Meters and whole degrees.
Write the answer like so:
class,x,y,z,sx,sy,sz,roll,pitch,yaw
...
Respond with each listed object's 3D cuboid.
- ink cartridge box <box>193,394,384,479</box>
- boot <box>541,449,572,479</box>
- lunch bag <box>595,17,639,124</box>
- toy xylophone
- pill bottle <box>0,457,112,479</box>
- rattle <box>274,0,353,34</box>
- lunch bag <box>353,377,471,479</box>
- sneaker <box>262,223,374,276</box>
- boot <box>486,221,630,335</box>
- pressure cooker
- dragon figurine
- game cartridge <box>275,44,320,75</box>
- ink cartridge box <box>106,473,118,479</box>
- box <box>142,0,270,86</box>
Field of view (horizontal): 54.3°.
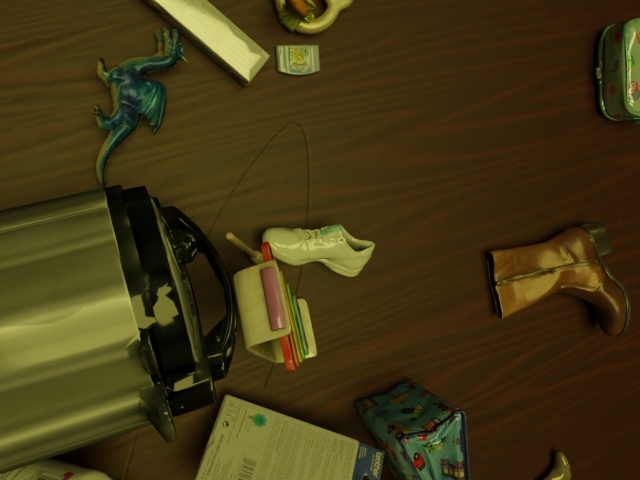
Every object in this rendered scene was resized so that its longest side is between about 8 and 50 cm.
class,x,y,z,sx,sy,sz,roll,pitch,yaw
ink cartridge box,-0.054,0.410,1.097,0.311,0.065,0.185,18,47,0
boot,0.513,0.535,1.388,0.087,0.042,0.118,-19,99,-14
lunch bag,0.737,-0.369,1.365,0.280,0.108,0.223,-6,100,-16
toy xylophone,-0.080,0.103,1.048,0.081,0.322,0.236,-14,80,3
pill bottle,-0.471,0.400,0.943,0.283,0.160,0.160,6,92,20
rattle,0.017,-0.460,1.118,0.200,0.143,0.130,-19,81,-10
lunch bag,0.198,0.445,1.186,0.138,0.221,0.293,-19,99,-16
sneaker,0.000,0.000,1.153,0.212,0.094,0.080,13,47,-25
boot,0.508,0.114,1.331,0.281,0.096,0.263,-17,99,-15
pressure cooker,-0.337,0.114,0.916,0.421,0.375,0.369,-16,95,-15
dragon figurine,-0.304,-0.229,1.054,0.144,0.085,0.288,5,91,-18
game cartridge,-0.041,-0.337,1.168,0.083,0.017,0.055,-6,99,-17
ink cartridge box,-0.389,0.578,1.060,0.211,0.121,0.289,35,82,-17
box,-0.235,-0.398,1.077,0.324,0.063,0.067,38,84,-16
